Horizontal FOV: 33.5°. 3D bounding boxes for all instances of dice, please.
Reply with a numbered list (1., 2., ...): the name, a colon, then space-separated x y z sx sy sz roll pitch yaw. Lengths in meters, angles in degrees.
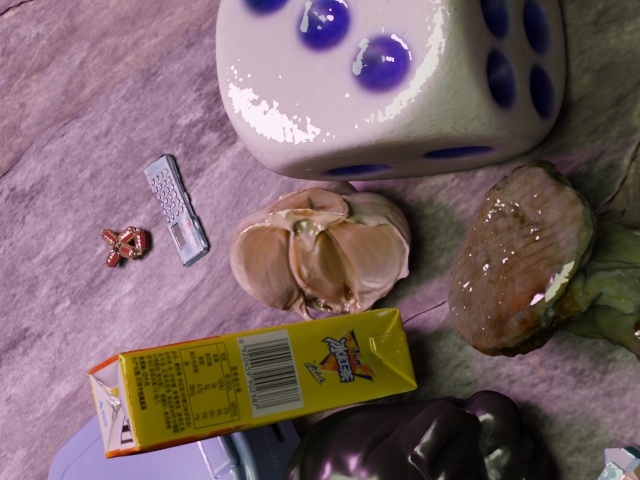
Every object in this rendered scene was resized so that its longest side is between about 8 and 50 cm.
1. dice: 0.085 -0.218 1.205 0.304 0.304 0.277 -9 82 34

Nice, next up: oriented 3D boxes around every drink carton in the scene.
1. drink carton: -0.078 0.164 1.251 0.154 0.351 0.111 -29 72 61

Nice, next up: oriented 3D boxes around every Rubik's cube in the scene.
1. Rubik's cube: 0.334 0.268 1.141 0.075 0.073 0.084 15 94 35

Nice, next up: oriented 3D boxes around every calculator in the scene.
1. calculator: -0.214 -0.048 1.577 0.057 0.018 0.172 -35 70 30

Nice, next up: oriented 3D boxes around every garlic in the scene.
1. garlic: 0.000 0.000 1.356 0.229 0.178 0.143 -9 36 5

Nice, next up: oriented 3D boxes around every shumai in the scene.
1. shumai: 0.276 0.045 1.180 0.222 0.203 0.272 -66 22 10

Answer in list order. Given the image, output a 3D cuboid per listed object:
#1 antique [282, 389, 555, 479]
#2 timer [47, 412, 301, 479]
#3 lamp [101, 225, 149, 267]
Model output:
1. antique: 0.112 0.303 1.216 0.322 0.185 0.255 -4 82 9
2. timer: -0.171 0.366 1.420 0.394 0.173 0.395 -6 80 37
3. lamp: -0.296 0.004 1.623 0.083 0.031 0.063 -15 80 30
